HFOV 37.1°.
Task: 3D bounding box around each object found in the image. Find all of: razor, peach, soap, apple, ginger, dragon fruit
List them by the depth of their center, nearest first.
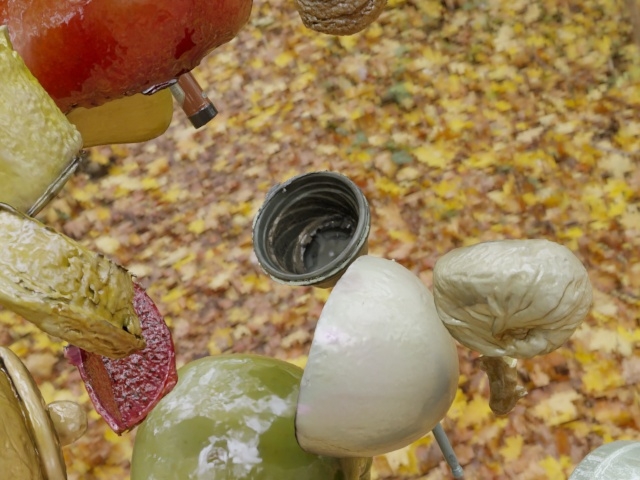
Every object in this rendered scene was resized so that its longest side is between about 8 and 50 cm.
[{"bbox_3d":[-0.240,-0.262,1.091,0.338,0.281,0.281,-59,32,3],"label":"peach"},{"bbox_3d":[-0.273,-0.165,1.249,0.168,0.089,0.033,-10,27,-27],"label":"soap"},{"bbox_3d":[0.260,0.195,1.371,0.057,0.137,0.044,-15,26,-3],"label":"ginger"},{"bbox_3d":[-0.318,0.162,1.495,0.126,0.274,0.161,-15,-9,-35],"label":"dragon fruit"},{"bbox_3d":[-0.123,0.423,1.739,0.473,0.474,0.474,-18,29,10],"label":"apple"},{"bbox_3d":[0.253,0.412,2.029,0.106,0.232,0.068,-1,34,43],"label":"razor"}]

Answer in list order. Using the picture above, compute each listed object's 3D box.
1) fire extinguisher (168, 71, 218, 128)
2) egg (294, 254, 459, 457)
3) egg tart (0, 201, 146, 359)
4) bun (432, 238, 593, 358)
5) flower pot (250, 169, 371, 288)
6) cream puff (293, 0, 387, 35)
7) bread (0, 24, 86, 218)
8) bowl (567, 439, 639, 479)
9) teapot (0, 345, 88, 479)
[{"bbox_3d":[-0.230,-0.263,1.517,0.050,0.177,0.062,-32,17,9],"label":"fire extinguisher"},{"bbox_3d":[0.108,0.190,1.440,0.201,0.337,0.337,13,41,17],"label":"egg"},{"bbox_3d":[-0.211,0.030,0.742,0.191,0.191,0.074,18,77,50],"label":"egg tart"},{"bbox_3d":[0.200,0.065,1.013,0.188,0.164,0.111,-14,52,52],"label":"bun"},{"bbox_3d":[0.000,0.000,1.751,0.235,0.140,0.236,-10,59,18],"label":"flower pot"},{"bbox_3d":[0.021,-0.465,1.657,0.183,0.169,0.183,-4,73,13],"label":"cream puff"},{"bbox_3d":[-0.323,-0.091,0.896,0.197,0.170,0.197,-41,14,13],"label":"bread"},{"bbox_3d":[0.532,0.472,1.497,0.307,0.307,0.163,-40,13,-28],"label":"bowl"},{"bbox_3d":[-0.221,0.121,0.563,0.167,0.311,0.203,-20,15,-30],"label":"teapot"}]
